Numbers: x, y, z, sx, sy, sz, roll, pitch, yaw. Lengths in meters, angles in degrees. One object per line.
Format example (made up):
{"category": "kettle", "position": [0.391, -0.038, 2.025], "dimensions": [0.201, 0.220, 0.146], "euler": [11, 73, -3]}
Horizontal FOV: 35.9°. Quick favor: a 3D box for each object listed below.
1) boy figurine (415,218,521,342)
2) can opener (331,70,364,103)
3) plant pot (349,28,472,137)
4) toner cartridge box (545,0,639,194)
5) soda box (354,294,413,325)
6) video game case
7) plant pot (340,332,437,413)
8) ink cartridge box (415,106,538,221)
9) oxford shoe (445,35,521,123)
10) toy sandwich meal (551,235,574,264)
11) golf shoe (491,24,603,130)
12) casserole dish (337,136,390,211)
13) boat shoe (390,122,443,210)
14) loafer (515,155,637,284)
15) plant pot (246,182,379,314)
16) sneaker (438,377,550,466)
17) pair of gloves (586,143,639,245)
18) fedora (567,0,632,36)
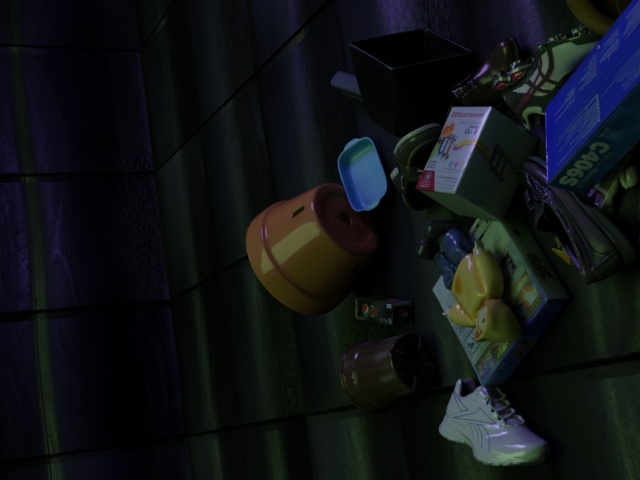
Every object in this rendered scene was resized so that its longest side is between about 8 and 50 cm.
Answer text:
{"category": "boy figurine", "position": [0.275, 0.093, 1.832], "dimensions": [0.177, 0.092, 0.285], "euler": [-67, 33, 36]}
{"category": "can opener", "position": [0.128, -0.356, 2.248], "dimensions": [0.095, 0.076, 0.283], "euler": [-57, 32, -1]}
{"category": "plant pot", "position": [0.181, -0.317, 2.019], "dimensions": [0.187, 0.188, 0.166], "euler": [44, 142, 53]}
{"category": "toner cartridge box", "position": [0.456, -0.232, 1.495], "dimensions": [0.348, 0.075, 0.165], "euler": [122, 158, -56]}
{"category": "soda box", "position": [0.144, 0.158, 2.254], "dimensions": [0.169, 0.060, 0.053], "euler": [4, 97, 62]}
{"category": "video game case", "position": [0.335, 0.101, 1.878], "dimensions": [0.269, 0.061, 0.244], "euler": [-64, 37, 43]}
{"category": "plant pot", "position": [0.156, 0.278, 2.151], "dimensions": [0.165, 0.167, 0.166], "euler": [-31, 65, 51]}
{"category": "ink cartridge box", "position": [0.287, -0.143, 1.812], "dimensions": [0.128, 0.127, 0.176], "euler": [13, 77, 61]}
{"category": "oxford shoe", "position": [0.304, -0.287, 1.864], "dimensions": [0.227, 0.096, 0.082], "euler": [-65, 37, 39]}
{"category": "toy sandwich meal", "position": [0.433, 0.005, 1.714], "dimensions": [0.086, 0.029, 0.085], "euler": [11, 102, 62]}
{"category": "golf shoe", "position": [0.411, -0.285, 1.683], "dimensions": [0.120, 0.105, 0.273], "euler": [65, 154, 3]}
{"category": "casserole dish", "position": [0.105, -0.150, 2.287], "dimensions": [0.114, 0.037, 0.188], "euler": [-34, 60, 30]}
{"category": "boat shoe", "position": [0.208, -0.143, 1.979], "dimensions": [0.095, 0.112, 0.335], "euler": [63, 174, 11]}
{"category": "loafer", "position": [0.401, -0.039, 1.655], "dimensions": [0.109, 0.095, 0.302], "euler": [53, -179, -42]}
{"category": "plant pot", "position": [0.000, 0.000, 2.313], "dimensions": [0.203, 0.291, 0.290], "euler": [-41, 55, 37]}
{"category": "sneaker", "position": [0.325, 0.348, 1.881], "dimensions": [0.297, 0.111, 0.129], "euler": [16, 101, 60]}
{"category": "pair of gloves", "position": [0.502, -0.105, 1.560], "dimensions": [0.240, 0.042, 0.204], "euler": [54, 138, 48]}
{"category": "fedora", "position": [0.465, -0.410, 1.523], "dimensions": [0.079, 0.195, 0.194], "euler": [-53, -30, -72]}
